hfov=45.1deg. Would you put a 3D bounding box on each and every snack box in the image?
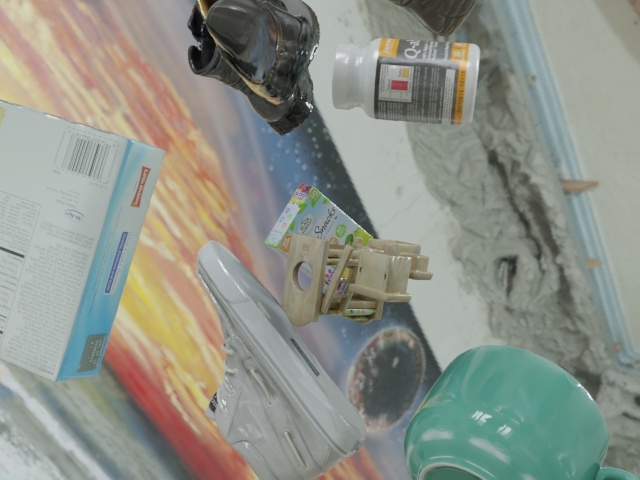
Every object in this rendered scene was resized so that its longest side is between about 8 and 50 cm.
[{"bbox_3d":[-0.299,-0.029,0.622,0.322,0.187,0.060,18,2,18],"label":"snack box"},{"bbox_3d":[0.000,0.000,1.089,0.141,0.100,0.037,39,-14,-36],"label":"snack box"}]

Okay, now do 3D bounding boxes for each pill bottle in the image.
[{"bbox_3d":[0.170,-0.318,1.531,0.278,0.162,0.162,6,-38,8],"label":"pill bottle"}]

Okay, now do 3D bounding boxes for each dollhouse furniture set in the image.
[{"bbox_3d":[0.078,0.058,0.873,0.161,0.182,0.101,14,-83,47],"label":"dollhouse furniture set"}]

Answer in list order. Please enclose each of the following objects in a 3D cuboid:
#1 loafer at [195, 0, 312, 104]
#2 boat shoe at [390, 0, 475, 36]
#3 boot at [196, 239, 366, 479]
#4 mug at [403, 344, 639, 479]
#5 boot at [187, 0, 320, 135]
[{"bbox_3d":[-0.051,-0.140,0.530,0.061,0.062,0.170,17,19,-25],"label":"loafer"},{"bbox_3d":[0.125,-0.435,1.207,0.324,0.123,0.116,30,20,-54],"label":"boat shoe"},{"bbox_3d":[-0.076,0.132,0.775,0.258,0.123,0.095,53,8,13],"label":"boot"},{"bbox_3d":[0.135,0.154,0.542,0.157,0.097,0.129,-3,-62,42],"label":"mug"},{"bbox_3d":[-0.111,-0.355,1.289,0.118,0.338,0.222,-32,-47,27],"label":"boot"}]
